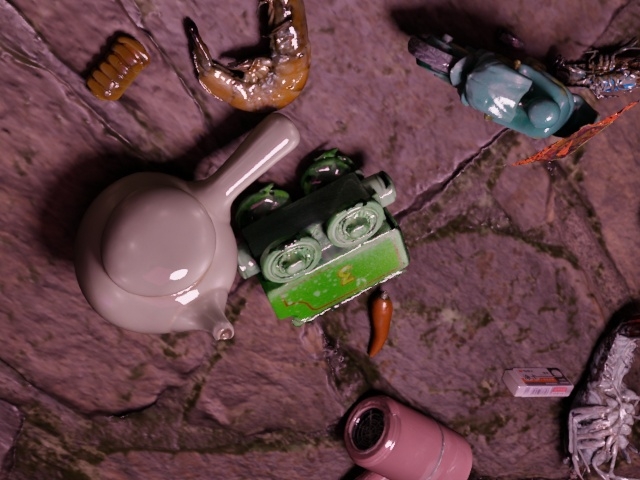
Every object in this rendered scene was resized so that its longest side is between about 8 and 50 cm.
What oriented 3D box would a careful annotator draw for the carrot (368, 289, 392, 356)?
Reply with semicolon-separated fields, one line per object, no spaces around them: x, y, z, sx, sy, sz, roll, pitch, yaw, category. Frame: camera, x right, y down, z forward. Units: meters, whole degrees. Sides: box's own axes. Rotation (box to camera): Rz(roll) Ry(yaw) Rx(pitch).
0.094;0.133;1.591;0.035;0.035;0.142;-11;131;-17;carrot

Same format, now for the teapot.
-0.178;-0.036;1.269;0.219;0.149;0.318;21;75;-11;teapot

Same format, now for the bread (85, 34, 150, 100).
-0.243;-0.203;1.200;0.088;0.034;0.049;-45;123;11;bread

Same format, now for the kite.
0.337;-0.130;1.352;0.222;0.008;0.125;-27;168;-3;kite

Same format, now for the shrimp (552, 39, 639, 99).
0.404;-0.248;1.451;0.174;0.076;0.082;-2;83;-18;shrimp

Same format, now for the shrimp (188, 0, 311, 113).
-0.085;-0.251;1.230;0.150;0.051;0.217;-9;126;-9;shrimp

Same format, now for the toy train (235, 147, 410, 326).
0.000;0.000;1.395;0.243;0.132;0.188;-27;138;-5;toy train

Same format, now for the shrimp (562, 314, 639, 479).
0.534;0.309;1.842;0.221;0.166;0.411;-12;115;-34;shrimp

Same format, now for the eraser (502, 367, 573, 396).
0.388;0.254;1.793;0.122;0.052;0.029;4;119;-26;eraser

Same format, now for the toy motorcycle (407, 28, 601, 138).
0.257;-0.199;1.315;0.296;0.198;0.109;8;115;-45;toy motorcycle

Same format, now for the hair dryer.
0.070;0.426;1.742;0.210;0.125;0.352;32;113;-36;hair dryer
